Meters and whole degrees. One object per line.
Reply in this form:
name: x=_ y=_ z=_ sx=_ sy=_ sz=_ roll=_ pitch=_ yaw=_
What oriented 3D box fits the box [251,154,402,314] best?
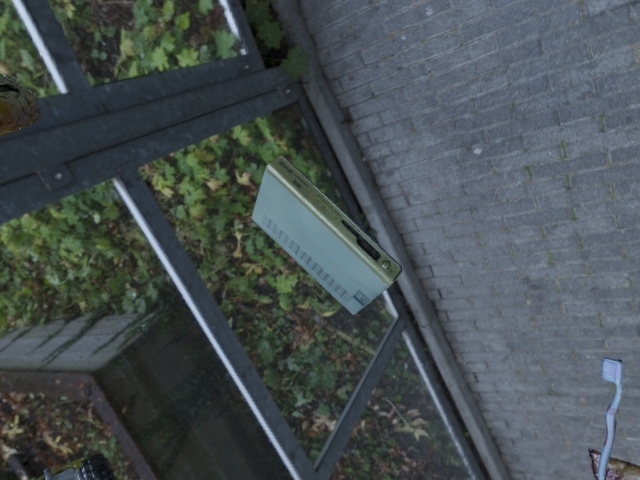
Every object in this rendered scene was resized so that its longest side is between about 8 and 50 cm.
box: x=0.000 y=0.000 z=0.764 sx=0.270 sy=0.045 sz=0.211 roll=43 pitch=152 yaw=7

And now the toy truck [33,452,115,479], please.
toy truck: x=-0.253 y=0.343 z=0.465 sx=0.285 sy=0.136 sz=0.111 roll=25 pitch=124 yaw=45

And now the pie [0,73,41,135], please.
pie: x=-0.467 y=-0.129 z=0.498 sx=0.308 sy=0.308 sz=0.086 roll=2 pitch=122 yaw=28

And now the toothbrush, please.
toothbrush: x=0.307 y=0.199 z=0.474 sx=0.019 sy=0.013 sz=0.193 roll=8 pitch=124 yaw=37

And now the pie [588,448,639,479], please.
pie: x=0.492 y=0.374 z=0.656 sx=0.034 sy=0.092 sz=0.169 roll=24 pitch=157 yaw=-39
